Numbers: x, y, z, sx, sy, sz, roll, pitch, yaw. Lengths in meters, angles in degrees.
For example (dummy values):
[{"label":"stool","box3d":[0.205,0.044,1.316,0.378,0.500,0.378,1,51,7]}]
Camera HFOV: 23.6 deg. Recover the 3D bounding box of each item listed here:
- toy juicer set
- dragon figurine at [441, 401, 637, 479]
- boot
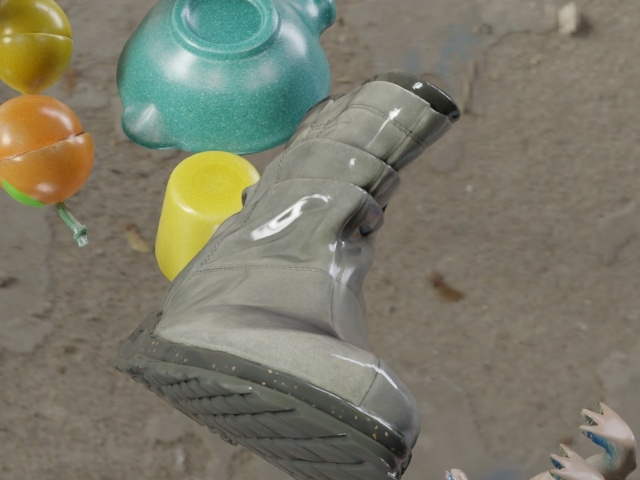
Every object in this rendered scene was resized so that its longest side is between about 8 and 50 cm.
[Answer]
[{"label":"toy juicer set","box3d":[-0.095,-0.119,0.964,0.209,0.089,0.329,14,53,6]},{"label":"dragon figurine","box3d":[0.179,0.194,0.890,0.085,0.289,0.144,-45,159,-47]},{"label":"boot","box3d":[0.000,0.000,0.574,0.083,0.246,0.161,36,81,-15]}]
